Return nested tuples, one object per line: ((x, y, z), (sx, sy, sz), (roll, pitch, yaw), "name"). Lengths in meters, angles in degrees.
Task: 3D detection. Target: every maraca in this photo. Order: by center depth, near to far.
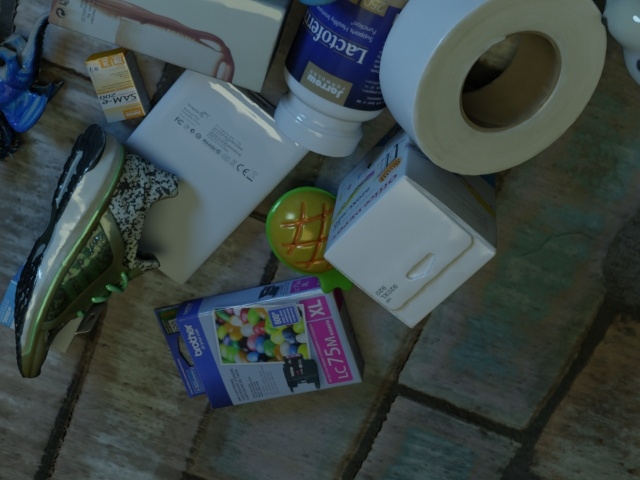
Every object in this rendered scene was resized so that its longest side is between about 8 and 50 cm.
((0.000, 0.000, 1.679), (0.127, 0.099, 0.186), (-43, 113, 5), "maraca")

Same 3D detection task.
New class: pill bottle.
((0.041, -0.254, 1.504), (0.153, 0.153, 0.264), (22, 119, -5), "pill bottle")

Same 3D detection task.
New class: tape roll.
((0.222, -0.227, 1.450), (0.286, 0.100, 0.286), (-15, 134, -17), "tape roll")

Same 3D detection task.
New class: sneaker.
((-0.330, 0.043, 1.659), (0.182, 0.158, 0.410), (19, 110, -22), "sneaker")

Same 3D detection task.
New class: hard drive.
((-0.191, -0.101, 1.683), (0.210, 0.040, 0.319), (39, 116, -13), "hard drive")

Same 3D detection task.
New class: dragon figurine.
((-0.430, -0.215, 1.627), (0.289, 0.085, 0.144), (-34, 110, 23), "dragon figurine")

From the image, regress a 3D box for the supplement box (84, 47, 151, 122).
((-0.292, -0.225, 1.630), (0.062, 0.036, 0.098), (-11, 117, 14), "supplement box")

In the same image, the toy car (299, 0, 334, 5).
((0.008, -0.449, 1.364), (0.238, 0.210, 0.219), (-37, 133, -19), "toy car")

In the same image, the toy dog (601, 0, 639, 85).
((0.515, -0.351, 1.352), (0.396, 0.284, 0.408), (20, 123, -29), "toy dog")

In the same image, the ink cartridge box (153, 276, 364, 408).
((-0.102, 0.168, 1.810), (0.311, 0.065, 0.185), (-11, 116, 15), "ink cartridge box")

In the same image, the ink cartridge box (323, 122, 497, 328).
((0.128, -0.035, 1.567), (0.168, 0.232, 0.171), (38, 116, -13), "ink cartridge box")

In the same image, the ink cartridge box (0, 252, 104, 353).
((-0.426, 0.105, 1.797), (0.143, 0.092, 0.090), (28, 118, -7), "ink cartridge box")

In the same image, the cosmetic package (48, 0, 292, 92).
((-0.191, -0.322, 1.501), (0.296, 0.153, 0.129), (19, 121, -1), "cosmetic package")
